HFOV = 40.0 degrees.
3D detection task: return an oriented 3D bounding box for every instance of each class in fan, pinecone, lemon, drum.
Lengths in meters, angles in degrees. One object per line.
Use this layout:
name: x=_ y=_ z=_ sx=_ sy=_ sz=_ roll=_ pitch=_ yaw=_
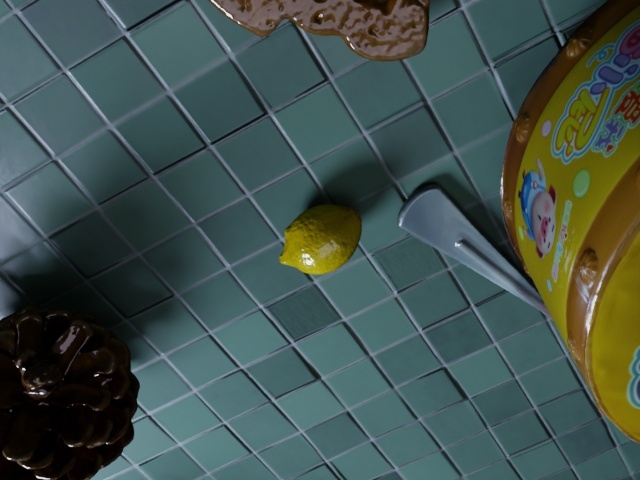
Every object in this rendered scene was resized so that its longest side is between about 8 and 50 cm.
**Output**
fan: x=0.191 y=0.030 z=0.900 sx=0.282 sy=0.023 sz=0.057 roll=33 pitch=108 yaw=-26
pinecone: x=-0.268 y=0.147 z=0.838 sx=0.186 sy=0.169 sz=0.212 roll=-40 pitch=158 yaw=-20
lemon: x=0.000 y=0.000 z=0.832 sx=0.092 sy=0.065 sz=0.065 roll=-31 pitch=123 yaw=16
drum: x=0.376 y=-0.027 z=0.730 sx=0.432 sy=0.214 sz=0.431 roll=-5 pitch=129 yaw=-6

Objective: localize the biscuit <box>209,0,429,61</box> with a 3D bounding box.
biscuit: x=0.030 y=-0.275 z=0.647 sx=0.278 sy=0.043 sz=0.301 roll=38 pitch=113 yaw=-26
